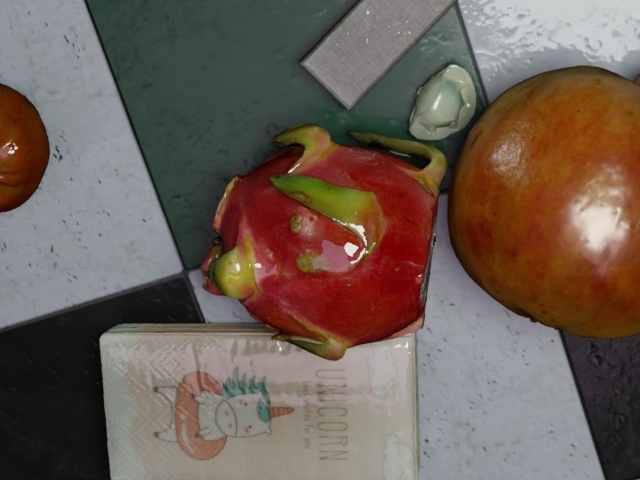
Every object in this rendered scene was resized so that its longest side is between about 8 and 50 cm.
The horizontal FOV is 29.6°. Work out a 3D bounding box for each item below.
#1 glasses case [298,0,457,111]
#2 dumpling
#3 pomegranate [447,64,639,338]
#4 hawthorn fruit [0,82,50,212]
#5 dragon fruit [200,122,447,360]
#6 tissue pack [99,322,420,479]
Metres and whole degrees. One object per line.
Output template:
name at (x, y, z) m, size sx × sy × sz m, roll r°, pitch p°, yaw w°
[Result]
glasses case at (0.074, -0.223, 1.170) m, size 0.071 × 0.047 × 0.205 m, roll 43°, pitch 104°, yaw -8°
dumpling at (0.123, -0.131, 1.190) m, size 0.059 × 0.043 × 0.077 m, roll 24°, pitch 89°, yaw -16°
pomegranate at (0.252, -0.047, 1.102) m, size 0.252 × 0.229 × 0.270 m, roll 27°, pitch 94°, yaw 8°
hawthorn fruit at (-0.330, -0.095, 1.207) m, size 0.133 × 0.138 × 0.133 m, roll -1°, pitch 114°, yaw -2°
dragon fruit at (0.005, -0.001, 1.156) m, size 0.227 × 0.224 × 0.224 m, roll 17°, pitch 105°, yaw 5°
tissue pack at (-0.060, 0.171, 1.267) m, size 0.325 × 0.071 × 0.170 m, roll 0°, pitch 101°, yaw 7°
